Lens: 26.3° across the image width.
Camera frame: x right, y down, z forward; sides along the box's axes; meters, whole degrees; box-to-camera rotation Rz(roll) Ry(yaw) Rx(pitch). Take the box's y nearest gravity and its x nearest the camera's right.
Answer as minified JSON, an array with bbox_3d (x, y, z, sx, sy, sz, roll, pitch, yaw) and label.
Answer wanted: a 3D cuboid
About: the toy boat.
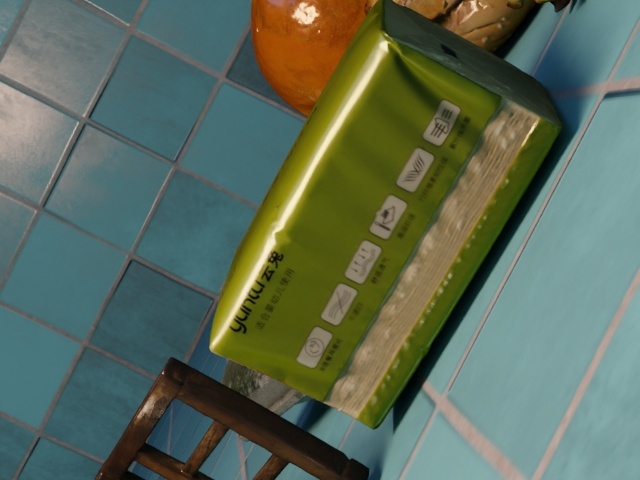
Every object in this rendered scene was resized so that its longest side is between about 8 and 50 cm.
[{"bbox_3d":[0.002,0.091,1.335,0.319,0.092,0.141,-44,18,50],"label":"toy boat"}]

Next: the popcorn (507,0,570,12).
[{"bbox_3d":[0.179,-0.304,1.179,0.168,0.173,0.195,29,86,41],"label":"popcorn"}]

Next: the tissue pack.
[{"bbox_3d":[0.047,-0.029,1.082,0.275,0.167,0.200,-62,7,17],"label":"tissue pack"}]

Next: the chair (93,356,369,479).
[{"bbox_3d":[-0.142,0.304,1.127,0.241,0.203,0.416,-62,3,-31],"label":"chair"}]

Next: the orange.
[{"bbox_3d":[0.044,-0.282,1.723,0.284,0.226,0.284,-28,-55,-49],"label":"orange"}]

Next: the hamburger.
[{"bbox_3d":[0.153,-0.279,1.395,0.286,0.146,0.243,-56,13,4],"label":"hamburger"}]
